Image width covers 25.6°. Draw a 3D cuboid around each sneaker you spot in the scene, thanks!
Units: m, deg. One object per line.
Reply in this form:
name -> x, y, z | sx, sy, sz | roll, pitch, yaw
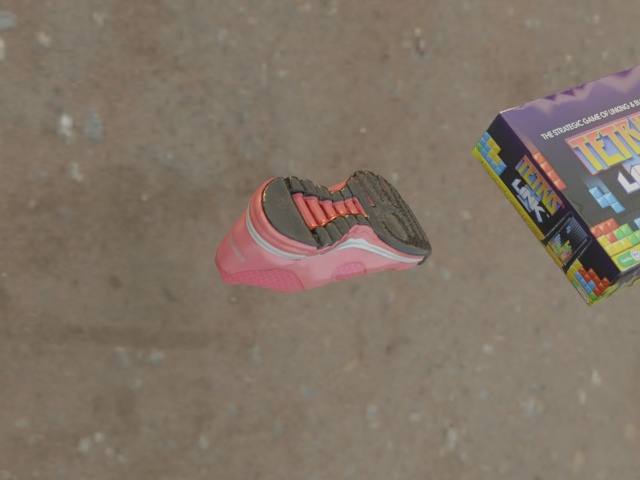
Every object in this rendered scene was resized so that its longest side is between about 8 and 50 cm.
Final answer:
sneaker -> 0.000, -0.001, 1.608 | 0.314, 0.136, 0.116 | 3, 54, -50

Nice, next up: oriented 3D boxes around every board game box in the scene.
board game box -> 0.214, -0.045, 0.992 | 0.170, 0.048, 0.141 | -21, 68, -36
